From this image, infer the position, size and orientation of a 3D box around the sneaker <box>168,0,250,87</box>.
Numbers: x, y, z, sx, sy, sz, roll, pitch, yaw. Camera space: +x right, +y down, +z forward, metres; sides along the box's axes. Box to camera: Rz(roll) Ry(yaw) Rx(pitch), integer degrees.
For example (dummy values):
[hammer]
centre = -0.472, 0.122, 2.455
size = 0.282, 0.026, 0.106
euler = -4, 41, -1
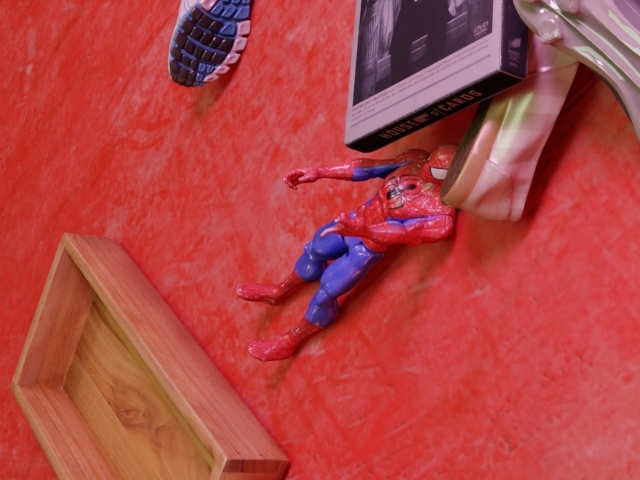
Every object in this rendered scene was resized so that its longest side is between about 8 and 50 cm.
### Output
[sneaker]
centre = -0.105, -0.243, 1.226
size = 0.083, 0.071, 0.191
euler = 32, 101, 57

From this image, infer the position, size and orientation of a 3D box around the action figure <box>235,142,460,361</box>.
[action figure]
centre = 0.000, 0.000, 0.977
size = 0.280, 0.139, 0.091
euler = -39, 55, 39

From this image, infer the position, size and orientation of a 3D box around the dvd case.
[dvd case]
centre = 0.086, -0.199, 0.904
size = 0.179, 0.029, 0.239
euler = -22, 58, 54

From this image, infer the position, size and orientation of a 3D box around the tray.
[tray]
centre = -0.187, 0.178, 1.235
size = 0.411, 0.076, 0.203
euler = 45, 118, 48

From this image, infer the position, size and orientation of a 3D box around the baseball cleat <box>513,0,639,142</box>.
[baseball cleat]
centre = 0.213, -0.113, 0.766
size = 0.206, 0.109, 0.072
euler = 50, 140, 10

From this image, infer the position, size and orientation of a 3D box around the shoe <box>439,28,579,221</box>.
[shoe]
centre = 0.151, -0.116, 0.866
size = 0.076, 0.058, 0.219
euler = -75, 8, -83
